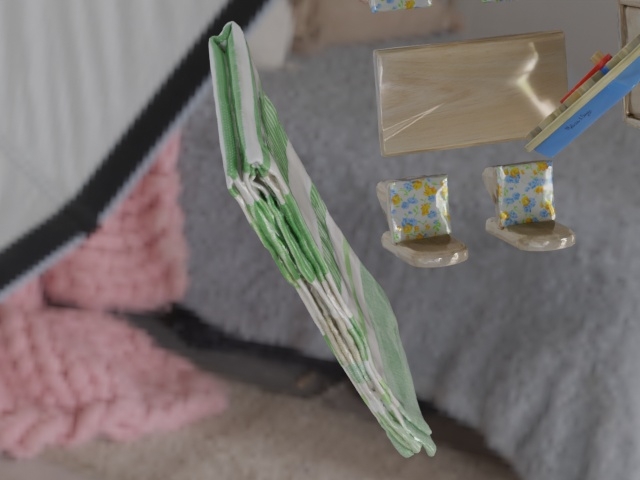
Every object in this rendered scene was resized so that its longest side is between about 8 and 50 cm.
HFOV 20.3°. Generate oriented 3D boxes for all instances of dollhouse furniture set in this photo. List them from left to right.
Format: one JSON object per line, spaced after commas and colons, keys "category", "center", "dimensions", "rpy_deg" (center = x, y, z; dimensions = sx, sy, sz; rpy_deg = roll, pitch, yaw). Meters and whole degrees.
{"category": "dollhouse furniture set", "center": [0.262, -0.170, 1.967], "dimensions": [0.394, 0.362, 0.256], "rpy_deg": [-8, 12, -13]}

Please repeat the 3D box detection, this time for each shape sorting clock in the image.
{"category": "shape sorting clock", "center": [0.256, -0.150, 1.576], "dimensions": [0.040, 0.206, 0.206], "rpy_deg": [45, 21, 0]}

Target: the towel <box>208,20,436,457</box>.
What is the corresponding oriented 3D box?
{"category": "towel", "center": [0.000, 0.000, 1.459], "dimensions": [0.038, 0.325, 0.248], "rpy_deg": [-26, 33, 8]}
